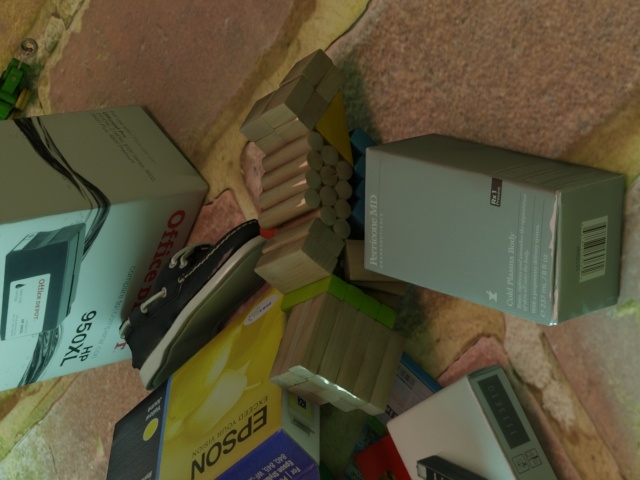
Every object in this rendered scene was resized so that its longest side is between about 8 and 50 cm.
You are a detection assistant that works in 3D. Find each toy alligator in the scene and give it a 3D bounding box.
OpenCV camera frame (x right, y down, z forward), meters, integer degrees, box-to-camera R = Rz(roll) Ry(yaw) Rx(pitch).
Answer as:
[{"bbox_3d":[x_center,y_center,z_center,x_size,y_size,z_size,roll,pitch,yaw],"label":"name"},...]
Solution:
[{"bbox_3d":[-0.392,-0.201,2.166,0.190,0.056,0.051,-53,18,40],"label":"toy alligator"}]

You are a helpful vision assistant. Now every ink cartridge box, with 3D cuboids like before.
[{"bbox_3d":[-0.356,0.020,1.909,0.166,0.395,0.285,48,130,28],"label":"ink cartridge box"},{"bbox_3d":[-0.118,0.232,1.755,0.303,0.072,0.307,-40,27,28],"label":"ink cartridge box"},{"bbox_3d":[0.141,0.289,1.640,0.239,0.060,0.275,-37,73,42],"label":"ink cartridge box"}]

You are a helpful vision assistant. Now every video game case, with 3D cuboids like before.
[{"bbox_3d":[0.088,0.211,1.731,0.119,0.015,0.166,43,126,34],"label":"video game case"}]

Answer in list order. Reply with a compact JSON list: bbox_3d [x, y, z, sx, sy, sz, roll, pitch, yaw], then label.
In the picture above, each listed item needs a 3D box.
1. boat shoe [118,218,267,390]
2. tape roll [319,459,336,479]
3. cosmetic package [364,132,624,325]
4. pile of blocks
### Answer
[{"bbox_3d":[-0.143,0.057,1.887,0.091,0.114,0.302,57,133,17],"label":"boat shoe"},{"bbox_3d":[-0.075,0.368,1.899,0.321,0.077,0.321,11,105,46],"label":"tape roll"},{"bbox_3d":[0.152,-0.015,1.551,0.238,0.107,0.127,13,110,43],"label":"cosmetic package"},{"bbox_3d":[0.000,0.000,1.702,0.112,0.149,0.362,-23,66,52],"label":"pile of blocks"}]
